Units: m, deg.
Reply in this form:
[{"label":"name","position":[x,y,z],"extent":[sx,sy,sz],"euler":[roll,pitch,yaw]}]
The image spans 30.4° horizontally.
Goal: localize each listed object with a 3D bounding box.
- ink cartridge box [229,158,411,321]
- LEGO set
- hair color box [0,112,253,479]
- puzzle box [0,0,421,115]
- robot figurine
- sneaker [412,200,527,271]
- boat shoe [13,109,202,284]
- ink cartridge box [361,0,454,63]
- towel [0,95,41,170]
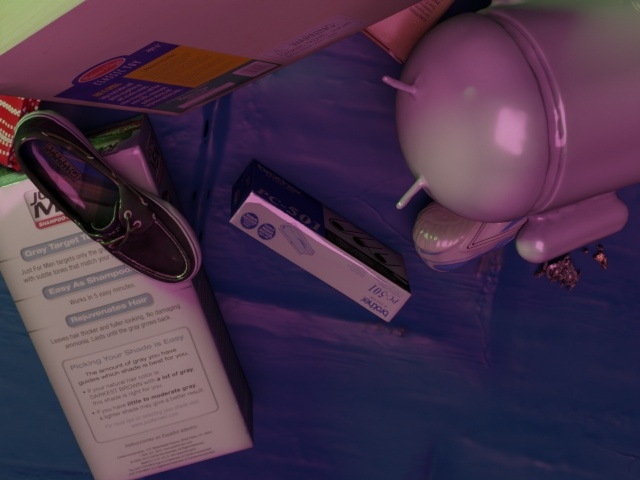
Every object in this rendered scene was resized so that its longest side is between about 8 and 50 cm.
[{"label":"ink cartridge box","position":[0.000,0.000,1.268],"extent":[0.207,0.097,0.046],"euler":[33,109,-15]},{"label":"LEGO set","position":[0.285,0.031,1.333],"extent":[0.083,0.023,0.054],"euler":[-33,111,12]},{"label":"hair color box","position":[-0.216,0.071,1.283],"extent":[0.185,0.113,0.374],"euler":[-16,114,4]},{"label":"puzzle box","position":[-0.098,-0.202,1.000],"extent":[0.409,0.272,0.052],"euler":[-18,77,40]},{"label":"robot figurine","position":[0.220,-0.134,1.127],"extent":[0.354,0.200,0.299],"euler":[-17,100,-21]},{"label":"sneaker","position":[0.207,-0.047,1.275],"extent":[0.237,0.085,0.086],"euler":[-31,151,3]},{"label":"boat shoe","position":[-0.205,-0.032,1.134],"extent":[0.080,0.076,0.228],"euler":[-37,110,13]},{"label":"ink cartridge box","position":[0.046,-0.319,1.126],"extent":[0.235,0.088,0.193],"euler":[36,104,-16]},{"label":"towel","position":[-0.340,-0.226,1.145],"extent":[0.199,0.031,0.274],"euler":[28,114,16]}]
